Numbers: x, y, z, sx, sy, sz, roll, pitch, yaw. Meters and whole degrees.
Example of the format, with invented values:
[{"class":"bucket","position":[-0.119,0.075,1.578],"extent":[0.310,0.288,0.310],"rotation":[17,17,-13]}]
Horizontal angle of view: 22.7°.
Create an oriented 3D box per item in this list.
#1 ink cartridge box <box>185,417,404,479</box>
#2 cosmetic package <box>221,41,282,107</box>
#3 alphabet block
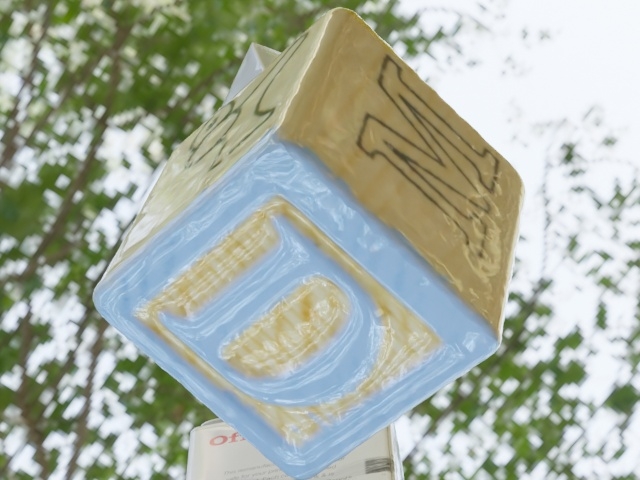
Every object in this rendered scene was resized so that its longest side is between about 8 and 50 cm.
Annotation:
[{"class":"ink cartridge box","position":[-0.016,0.213,1.145],"extent":[0.158,0.092,0.218],"rotation":[-11,-151,5]},{"class":"cosmetic package","position":[-0.014,-0.092,1.489],"extent":[0.127,0.107,0.238],"rotation":[19,-159,-19]},{"class":"alphabet block","position":[0.000,0.000,1.042],"extent":[0.193,0.192,0.197],"rotation":[44,-149,-15]}]
